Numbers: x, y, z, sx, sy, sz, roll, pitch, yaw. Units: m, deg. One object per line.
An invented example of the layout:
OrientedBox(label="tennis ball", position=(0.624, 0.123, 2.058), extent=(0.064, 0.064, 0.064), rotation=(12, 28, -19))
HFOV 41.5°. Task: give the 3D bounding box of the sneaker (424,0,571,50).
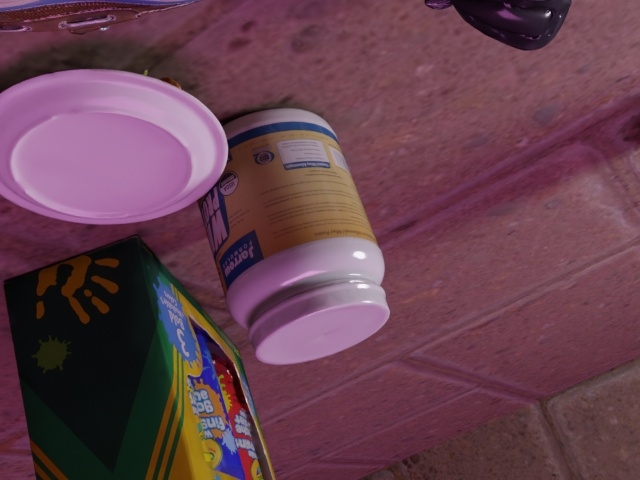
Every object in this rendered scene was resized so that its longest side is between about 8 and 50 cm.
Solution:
OrientedBox(label="sneaker", position=(0.197, -0.214, 0.591), extent=(0.269, 0.101, 0.153), rotation=(-3, 162, 8))

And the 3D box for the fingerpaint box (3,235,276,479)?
OrientedBox(label="fingerpaint box", position=(-0.168, 0.258, 0.998), extent=(0.163, 0.371, 0.444), rotation=(-20, 154, 1))

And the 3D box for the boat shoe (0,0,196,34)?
OrientedBox(label="boat shoe", position=(-0.145, -0.165, 0.525), extent=(0.183, 0.066, 0.066), rotation=(-9, 170, -26))

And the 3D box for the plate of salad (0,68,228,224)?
OrientedBox(label="plate of salad", position=(-0.176, -0.076, 0.682), extent=(0.200, 0.048, 0.199), rotation=(-7, 149, -4))

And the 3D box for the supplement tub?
OrientedBox(label="supplement tub", position=(-0.027, -0.003, 0.765), extent=(0.144, 0.199, 0.144), rotation=(-16, 155, -8))
